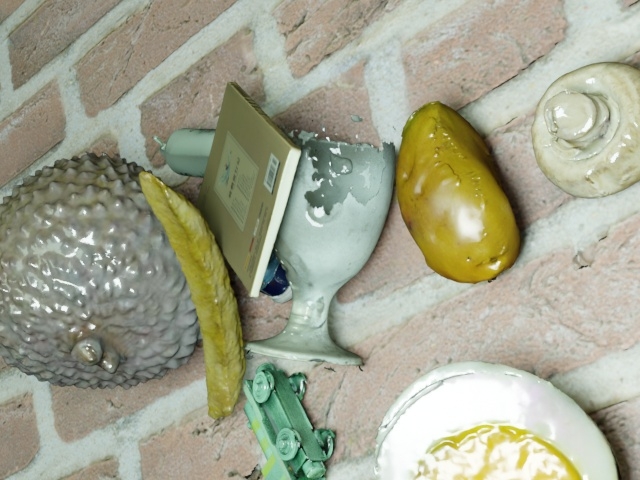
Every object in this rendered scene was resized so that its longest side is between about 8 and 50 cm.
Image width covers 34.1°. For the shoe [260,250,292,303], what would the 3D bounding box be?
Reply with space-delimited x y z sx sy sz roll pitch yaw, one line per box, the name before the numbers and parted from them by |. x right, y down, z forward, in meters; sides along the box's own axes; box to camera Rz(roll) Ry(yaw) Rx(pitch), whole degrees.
shoe | -0.094 -0.002 1.610 0.091 0.106 0.207 -39 52 28

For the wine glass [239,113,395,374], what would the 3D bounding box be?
wine glass | -0.002 0.002 1.474 0.190 0.190 0.357 10 91 43

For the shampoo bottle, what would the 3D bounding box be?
shampoo bottle | -0.179 -0.143 1.723 0.262 0.085 0.085 8 86 47

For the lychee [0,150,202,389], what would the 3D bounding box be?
lychee | -0.349 0.051 1.642 0.380 0.380 0.432 -50 29 22

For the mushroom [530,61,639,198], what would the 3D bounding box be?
mushroom | 0.327 -0.131 1.241 0.166 0.127 0.166 -3 86 43

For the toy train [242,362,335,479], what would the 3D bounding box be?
toy train | -0.058 0.281 1.531 0.132 0.083 0.200 -59 41 31

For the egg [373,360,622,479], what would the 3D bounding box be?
egg | 0.213 0.278 1.235 0.286 0.174 0.264 21 92 16

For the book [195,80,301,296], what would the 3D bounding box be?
book | -0.111 -0.083 1.496 0.310 0.021 0.216 -129 51 -58

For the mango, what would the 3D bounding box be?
mango | 0.174 -0.063 1.347 0.156 0.151 0.248 124 137 -65

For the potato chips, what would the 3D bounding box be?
potato chips | -0.169 0.075 1.512 0.057 0.080 0.407 10 123 41
